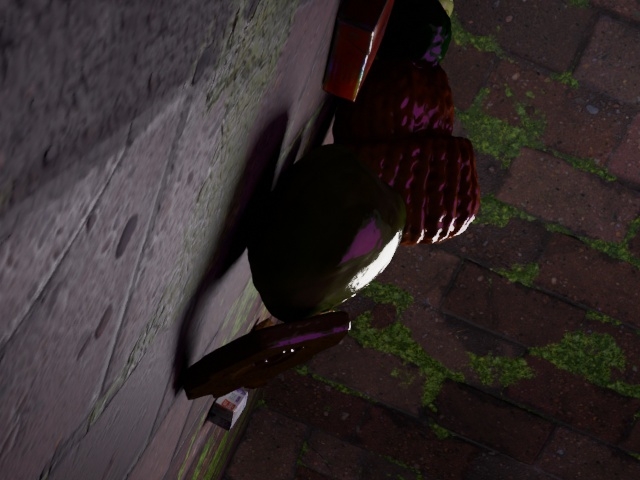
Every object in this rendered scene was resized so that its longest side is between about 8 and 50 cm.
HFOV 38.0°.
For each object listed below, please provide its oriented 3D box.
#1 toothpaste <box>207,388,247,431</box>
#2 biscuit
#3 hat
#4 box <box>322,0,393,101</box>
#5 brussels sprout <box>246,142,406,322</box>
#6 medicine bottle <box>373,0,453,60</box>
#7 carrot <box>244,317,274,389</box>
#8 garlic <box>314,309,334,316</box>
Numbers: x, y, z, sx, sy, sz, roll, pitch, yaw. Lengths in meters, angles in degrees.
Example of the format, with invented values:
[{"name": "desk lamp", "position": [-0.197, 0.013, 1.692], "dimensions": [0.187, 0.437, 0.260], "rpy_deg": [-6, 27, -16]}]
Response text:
[{"name": "toothpaste", "position": [-0.165, 0.302, 1.694], "dimensions": [0.040, 0.047, 0.196], "rpy_deg": [-64, 178, 2]}, {"name": "biscuit", "position": [-0.073, 0.132, 1.049], "dimensions": [0.182, 0.034, 0.215], "rpy_deg": [-8, 160, -39]}, {"name": "hat", "position": [0.130, -0.194, 1.491], "dimensions": [0.285, 0.285, 0.400], "rpy_deg": [-60, 154, -73]}, {"name": "box", "position": [0.052, -0.259, 1.132], "dimensions": [0.175, 0.048, 0.112], "rpy_deg": [107, 7, -71]}, {"name": "brussels sprout", "position": [0.000, 0.000, 1.054], "dimensions": [0.223, 0.161, 0.223], "rpy_deg": [-61, 176, -8]}, {"name": "medicine bottle", "position": [0.150, -0.351, 1.715], "dimensions": [0.124, 0.124, 0.238], "rpy_deg": [-8, 122, -88]}, {"name": "carrot", "position": [-0.116, 0.202, 1.778], "dimensions": [0.205, 0.072, 0.072], "rpy_deg": [-78, -171, -66]}, {"name": "garlic", "position": [-0.021, 0.035, 1.718], "dimensions": [0.115, 0.128, 0.206], "rpy_deg": [5, 110, -42]}]
